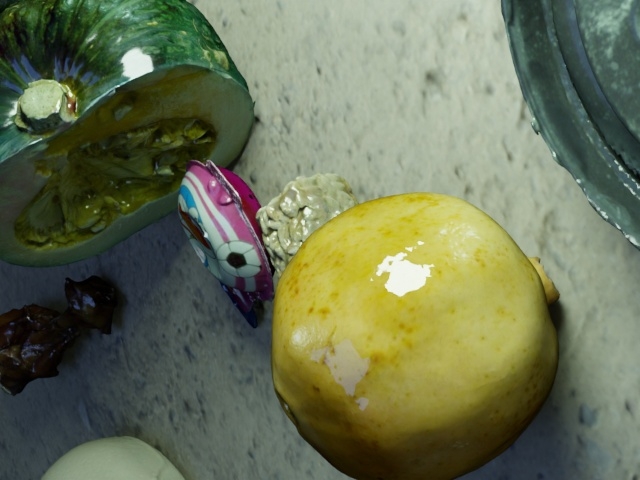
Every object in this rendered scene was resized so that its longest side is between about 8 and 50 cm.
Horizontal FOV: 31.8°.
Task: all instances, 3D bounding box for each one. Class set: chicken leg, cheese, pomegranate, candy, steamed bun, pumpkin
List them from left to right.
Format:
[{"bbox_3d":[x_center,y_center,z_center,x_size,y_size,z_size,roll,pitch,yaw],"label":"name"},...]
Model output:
[{"bbox_3d":[-0.350,0.119,1.485,0.304,0.093,0.113,-26,102,44],"label":"chicken leg"},{"bbox_3d":[-0.233,-0.138,1.077,0.197,0.293,0.263,59,-179,20],"label":"pumpkin"},{"bbox_3d":[-0.269,0.397,1.413,0.283,0.177,0.283,23,121,43],"label":"steamed bun"},{"bbox_3d":[-0.089,0.008,1.095,0.155,0.062,0.244,52,161,24],"label":"cheese"},{"bbox_3d":[0.000,0.000,0.993,0.085,0.095,0.110,-32,74,55],"label":"candy"},{"bbox_3d":[0.066,0.078,0.844,0.233,0.233,0.233,23,121,44],"label":"pomegranate"}]

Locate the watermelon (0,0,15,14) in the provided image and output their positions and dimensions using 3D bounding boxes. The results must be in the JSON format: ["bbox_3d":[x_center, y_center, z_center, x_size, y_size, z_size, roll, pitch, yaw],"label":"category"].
[{"bbox_3d":[-0.525,-0.295,1.382,0.151,0.264,0.302,-43,67,48],"label":"watermelon"}]

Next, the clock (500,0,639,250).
[{"bbox_3d":[0.266,-0.151,0.624,0.386,0.076,0.386,23,121,44],"label":"clock"}]
